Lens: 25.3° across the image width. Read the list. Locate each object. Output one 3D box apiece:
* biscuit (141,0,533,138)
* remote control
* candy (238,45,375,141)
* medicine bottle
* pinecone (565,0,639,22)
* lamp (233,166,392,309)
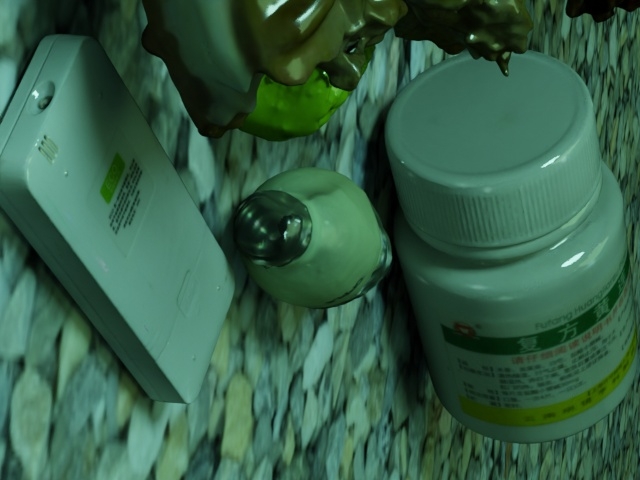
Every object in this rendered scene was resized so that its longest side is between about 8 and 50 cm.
[{"bbox_3d":[0.013,-0.211,0.817,0.366,0.115,0.268,-21,103,-60],"label":"biscuit"},{"bbox_3d":[-0.110,-0.003,0.814,0.250,0.034,0.103,64,37,-53],"label":"remote control"},{"bbox_3d":[-0.006,-0.146,0.981,0.209,0.096,0.097,-62,149,-55],"label":"candy"},{"bbox_3d":[0.176,0.009,1.300,0.340,0.208,0.208,72,31,-44],"label":"medicine bottle"},{"bbox_3d":[0.307,-0.422,1.379,0.397,0.397,0.398,5,90,-68],"label":"pinecone"},{"bbox_3d":[0.000,0.000,1.006,0.250,0.101,0.101,16,80,-71],"label":"lamp"}]
